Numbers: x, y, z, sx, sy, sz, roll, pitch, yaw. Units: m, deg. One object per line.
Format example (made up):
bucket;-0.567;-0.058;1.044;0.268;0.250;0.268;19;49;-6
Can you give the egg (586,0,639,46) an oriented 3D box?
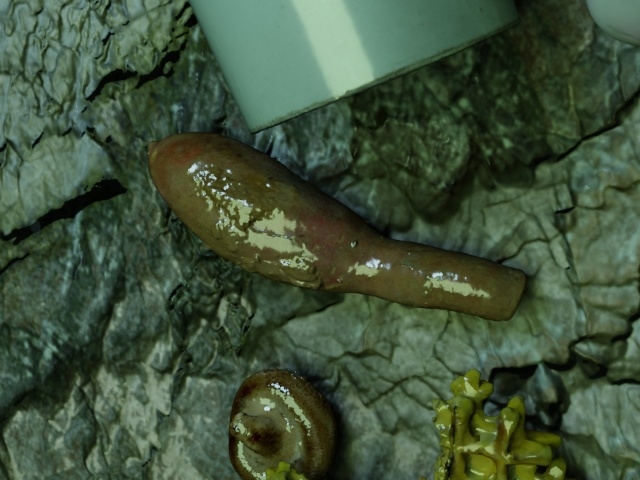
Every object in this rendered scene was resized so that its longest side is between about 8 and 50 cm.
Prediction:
egg;0.275;-0.209;1.293;0.135;0.103;0.103;-28;88;33

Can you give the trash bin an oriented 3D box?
trash bin;-0.028;-0.330;1.330;0.280;0.280;0.432;-20;95;30

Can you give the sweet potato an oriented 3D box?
sweet potato;0.000;0.000;1.491;0.385;0.109;0.109;25;112;15

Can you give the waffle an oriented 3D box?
waffle;0.109;0.268;1.486;0.293;0.069;0.259;-31;104;28

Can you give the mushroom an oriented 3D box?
mushroom;-0.039;0.184;1.565;0.109;0.085;0.126;15;110;-13
